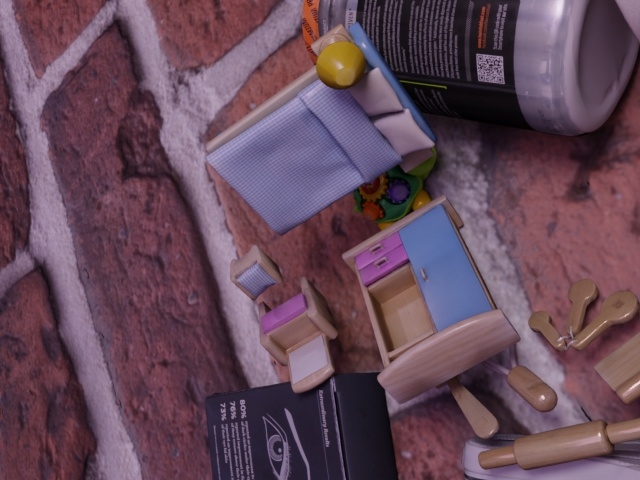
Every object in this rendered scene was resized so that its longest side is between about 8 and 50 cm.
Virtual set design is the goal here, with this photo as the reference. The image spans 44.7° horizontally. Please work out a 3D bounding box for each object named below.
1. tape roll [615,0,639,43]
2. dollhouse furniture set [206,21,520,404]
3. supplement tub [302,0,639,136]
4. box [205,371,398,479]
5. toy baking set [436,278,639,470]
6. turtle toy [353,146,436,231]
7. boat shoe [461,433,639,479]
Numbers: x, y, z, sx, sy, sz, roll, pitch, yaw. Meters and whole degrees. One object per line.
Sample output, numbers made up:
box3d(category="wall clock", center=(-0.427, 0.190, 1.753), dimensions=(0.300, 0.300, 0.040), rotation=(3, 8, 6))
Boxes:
box3d(category="tape roll", center=(0.250, -0.319, 0.613), dimensions=(0.072, 0.392, 0.392), rotation=(-18, 74, 34))
box3d(category="dollhouse furniture set", center=(0.000, 0.000, 0.753), dimensions=(0.286, 0.303, 0.198), rotation=(-31, 36, 13))
box3d(category="supplement tub", center=(0.146, -0.223, 0.802), dimensions=(0.315, 0.193, 0.194), rotation=(17, 95, 36))
box3d(category="box", center=(-0.025, 0.246, 0.929), dimensions=(0.207, 0.108, 0.153), rotation=(-15, 75, 34))
box3d(category="toy baking set", center=(0.214, 0.134, 0.755), dimensions=(0.256, 0.030, 0.197), rotation=(-26, 31, 28))
box3d(category="turtle toy", center=(0.085, -0.071, 0.909), dimensions=(0.130, 0.066, 0.095), rotation=(-38, 64, 28))
box3d(category="boat shoe", center=(0.283, 0.249, 0.707), dimensions=(0.335, 0.121, 0.119), rotation=(-6, 88, 48))
